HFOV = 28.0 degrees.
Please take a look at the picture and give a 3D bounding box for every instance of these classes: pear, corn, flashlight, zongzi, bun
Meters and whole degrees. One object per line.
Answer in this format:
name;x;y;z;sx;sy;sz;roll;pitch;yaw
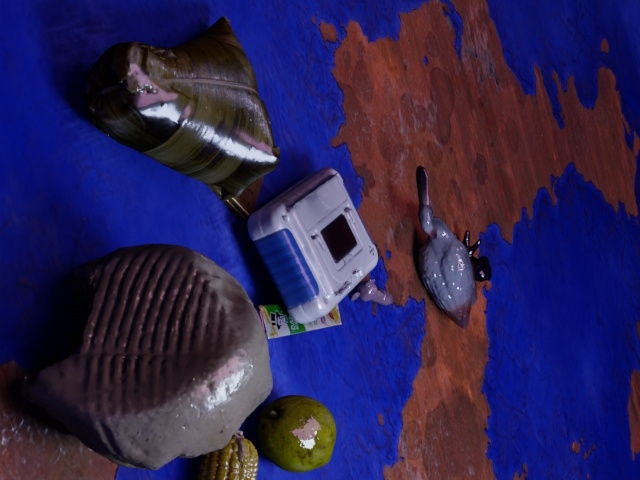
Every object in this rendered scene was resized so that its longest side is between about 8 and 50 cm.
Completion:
pear;-0.032;0.267;1.787;0.131;0.107;0.107;48;44;-45
corn;-0.129;0.357;1.638;0.080;0.080;0.238;39;53;-46
flashlight;0.087;0.085;2.087;0.031;0.052;0.110;53;15;27
zongzi;-0.188;-0.228;1.679;0.286;0.134;0.288;27;46;-46
bun;-0.182;0.146;1.486;0.205;0.281;0.282;78;22;-55

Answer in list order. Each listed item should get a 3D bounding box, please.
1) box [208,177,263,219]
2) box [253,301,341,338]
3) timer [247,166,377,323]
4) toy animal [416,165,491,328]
box;-0.115;-0.108;1.836;0.090;0.023;0.133;47;45;-42
box;-0.040;0.111;1.873;0.207;0.041;0.050;-5;85;-58
timer;0.000;0.000;1.892;0.178;0.078;0.253;63;28;-8
toy animal;0.216;0.029;2.246;0.324;0.090;0.195;44;40;-55
